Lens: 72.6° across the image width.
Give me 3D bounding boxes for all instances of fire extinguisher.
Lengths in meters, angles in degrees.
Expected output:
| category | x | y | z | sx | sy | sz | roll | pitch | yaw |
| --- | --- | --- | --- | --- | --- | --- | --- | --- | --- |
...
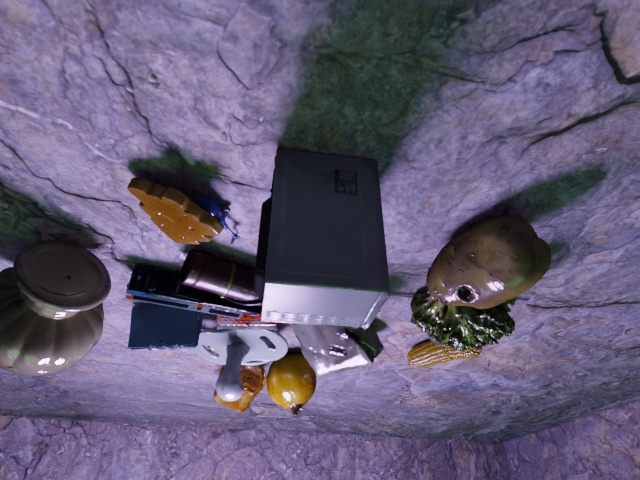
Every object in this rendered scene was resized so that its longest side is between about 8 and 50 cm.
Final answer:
| category | x | y | z | sx | sy | sz | roll | pitch | yaw |
| --- | --- | --- | --- | --- | --- | --- | --- | --- | --- |
| fire extinguisher | -0.210 | 0.125 | 1.198 | 0.341 | 0.105 | 0.141 | 22 | 161 | -29 |

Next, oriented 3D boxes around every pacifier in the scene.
| category | x | y | z | sx | sy | sz | roll | pitch | yaw |
| --- | --- | --- | --- | --- | --- | --- | --- | --- | --- |
| pacifier | -0.275 | 0.405 | 1.455 | 0.343 | 0.269 | 0.288 | -11 | 137 | 21 |

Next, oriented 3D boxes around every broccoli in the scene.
| category | x | y | z | sx | sy | sz | roll | pitch | yaw |
| --- | --- | --- | --- | --- | --- | --- | --- | --- | --- |
| broccoli | 0.386 | 0.165 | 1.208 | 0.288 | 0.248 | 0.246 | -1 | 111 | 19 |

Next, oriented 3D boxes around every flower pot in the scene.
| category | x | y | z | sx | sy | sz | roll | pitch | yaw |
| --- | --- | --- | --- | --- | --- | --- | --- | --- | --- |
| flower pot | -0.674 | 0.153 | 1.091 | 0.307 | 0.307 | 0.244 | 26 | 121 | -33 |

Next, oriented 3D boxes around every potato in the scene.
| category | x | y | z | sx | sy | sz | roll | pitch | yaw |
| --- | --- | --- | --- | --- | --- | --- | --- | --- | --- |
| potato | 0.379 | 0.058 | 1.014 | 0.296 | 0.192 | 0.141 | -30 | 147 | 36 |

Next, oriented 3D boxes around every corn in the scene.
| category | x | y | z | sx | sy | sz | roll | pitch | yaw |
| --- | --- | --- | --- | --- | --- | --- | --- | --- | --- |
| corn | 0.442 | 0.402 | 1.598 | 0.102 | 0.102 | 0.313 | 29 | 140 | -35 |

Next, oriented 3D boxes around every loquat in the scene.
| category | x | y | z | sx | sy | sz | roll | pitch | yaw |
| --- | --- | --- | --- | --- | --- | --- | --- | --- | --- |
| loquat | -0.111 | 0.570 | 1.718 | 0.213 | 0.246 | 0.213 | -8 | 141 | -7 |

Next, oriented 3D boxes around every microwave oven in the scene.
| category | x | y | z | sx | sy | sz | roll | pitch | yaw |
| --- | --- | --- | --- | --- | --- | --- | --- | --- | --- |
| microwave oven | 0.000 | 0.000 | 0.836 | 0.237 | 0.295 | 0.181 | 5 | 146 | -7 |

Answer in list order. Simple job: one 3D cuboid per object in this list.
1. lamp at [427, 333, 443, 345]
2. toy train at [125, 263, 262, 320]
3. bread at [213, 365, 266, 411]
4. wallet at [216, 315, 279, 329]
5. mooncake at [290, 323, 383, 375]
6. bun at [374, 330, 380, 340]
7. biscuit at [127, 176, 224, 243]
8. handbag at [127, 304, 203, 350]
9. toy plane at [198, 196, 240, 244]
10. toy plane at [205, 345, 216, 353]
| category | x | y | z | sx | sy | sz | roll | pitch | yaw |
| --- | --- | --- | --- | --- | --- | --- | --- | --- | --- |
| lamp | 0.401 | 0.293 | 1.432 | 0.105 | 0.105 | 0.105 | 0 | 146 | 0 |
| toy train | -0.337 | 0.159 | 1.255 | 0.409 | 0.086 | 0.089 | 15 | 143 | -20 |
| bread | -0.338 | 0.598 | 1.837 | 0.195 | 0.149 | 0.344 | 25 | 140 | -3 |
| wallet | -0.227 | 0.228 | 1.356 | 0.196 | 0.103 | 0.020 | -1 | 180 | 4 |
| mooncake | 0.039 | 0.261 | 1.299 | 0.254 | 0.250 | 0.136 | -27 | -179 | 35 |
| bun | 0.117 | 0.349 | 1.511 | 0.164 | 0.111 | 0.188 | -28 | 134 | 30 |
| biscuit | -0.313 | -0.052 | 0.955 | 0.212 | 0.041 | 0.239 | 26 | 155 | -6 |
| handbag | -0.487 | 0.273 | 1.373 | 0.221 | 0.144 | 0.057 | -3 | 152 | 2 |
| toy plane | -0.231 | -0.047 | 0.995 | 0.062 | 0.054 | 0.167 | 11 | 153 | 32 |
| toy plane | -0.392 | 0.422 | 1.683 | 0.102 | 0.040 | 0.111 | -27 | 138 | 37 |
